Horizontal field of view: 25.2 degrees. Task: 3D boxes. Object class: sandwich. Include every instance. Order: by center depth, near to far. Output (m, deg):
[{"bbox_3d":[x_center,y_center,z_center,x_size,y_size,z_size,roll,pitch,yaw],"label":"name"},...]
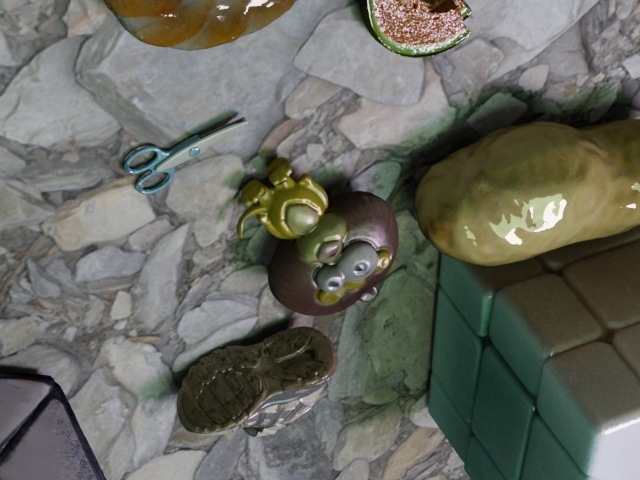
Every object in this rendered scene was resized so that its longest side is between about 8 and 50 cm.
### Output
[{"bbox_3d":[0.081,-0.204,1.310,0.135,0.029,0.067,11,117,-40],"label":"sandwich"}]

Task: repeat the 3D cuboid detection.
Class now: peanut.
[{"bbox_3d":[0.248,-0.058,1.485,0.319,0.147,0.147,-11,135,-22],"label":"peanut"}]

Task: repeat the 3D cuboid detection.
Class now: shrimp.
[{"bbox_3d":[-0.079,-0.230,1.145,0.287,0.068,0.185,1,130,-38],"label":"shrimp"}]

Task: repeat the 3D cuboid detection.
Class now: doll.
[{"bbox_3d":[-0.007,0.006,1.412,0.188,0.096,0.145,19,110,-33],"label":"doll"}]

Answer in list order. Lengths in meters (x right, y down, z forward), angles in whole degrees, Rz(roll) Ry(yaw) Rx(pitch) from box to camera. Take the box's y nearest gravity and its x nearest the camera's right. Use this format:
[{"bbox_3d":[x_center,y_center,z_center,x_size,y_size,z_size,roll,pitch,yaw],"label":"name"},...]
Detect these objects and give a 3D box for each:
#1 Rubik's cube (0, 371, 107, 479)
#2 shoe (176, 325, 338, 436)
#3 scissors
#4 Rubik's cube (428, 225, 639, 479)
[{"bbox_3d":[-0.368,0.312,1.296,0.307,0.305,0.310,17,118,-44],"label":"Rubik's cube"},{"bbox_3d":[-0.067,0.161,1.533,0.180,0.089,0.092,-23,151,-11],"label":"shoe"},{"bbox_3d":[-0.120,-0.083,1.303,0.119,0.014,0.058,-29,141,-2],"label":"scissors"},{"bbox_3d":[0.334,0.151,1.613,0.319,0.316,0.321,-18,136,-18],"label":"Rubik's cube"}]
